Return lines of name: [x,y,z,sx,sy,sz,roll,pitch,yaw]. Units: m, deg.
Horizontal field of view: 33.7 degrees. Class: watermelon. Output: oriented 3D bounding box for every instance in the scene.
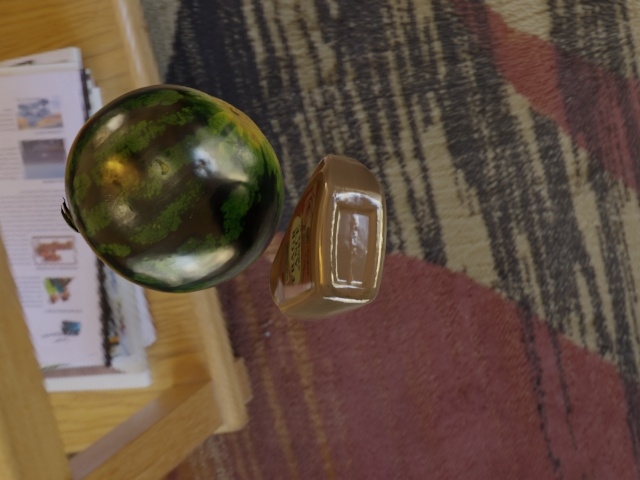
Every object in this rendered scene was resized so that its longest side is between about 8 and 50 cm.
watermelon: [-0.172,-0.061,1.267,0.269,0.269,0.269,4,102,18]

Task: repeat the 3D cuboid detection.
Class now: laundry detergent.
laundry detergent: [0.000,0.000,1.141,0.076,0.237,0.171,8,80,-16]
